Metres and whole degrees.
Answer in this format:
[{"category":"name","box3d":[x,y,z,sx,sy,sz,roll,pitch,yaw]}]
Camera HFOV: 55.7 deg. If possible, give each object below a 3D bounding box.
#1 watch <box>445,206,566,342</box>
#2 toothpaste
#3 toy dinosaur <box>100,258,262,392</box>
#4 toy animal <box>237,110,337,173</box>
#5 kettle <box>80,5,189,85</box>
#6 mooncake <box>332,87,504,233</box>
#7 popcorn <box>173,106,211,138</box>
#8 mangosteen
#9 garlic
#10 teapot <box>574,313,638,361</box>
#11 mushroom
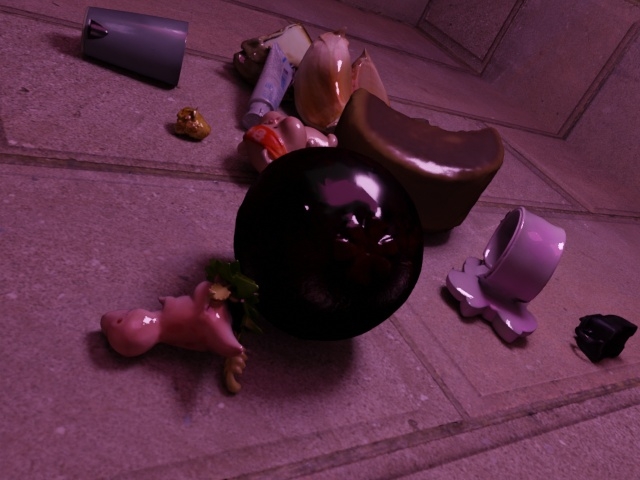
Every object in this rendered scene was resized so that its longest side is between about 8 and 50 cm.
[{"category":"watch","box3d":[0.402,0.048,1.284,0.210,0.218,0.248,29,29,3]},{"category":"toothpaste","box3d":[-0.133,-0.402,1.604,0.114,0.073,0.299,54,37,-37]},{"category":"toy dinosaur","box3d":[-0.173,0.104,0.815,0.194,0.152,0.177,29,37,17]},{"category":"toy animal","box3d":[-0.078,-0.203,1.355,0.197,0.171,0.171,6,36,-39]},{"category":"kettle","box3d":[-0.465,-0.499,1.523,0.243,0.160,0.210,11,15,-16]},{"category":"mooncake","box3d":[0.214,-0.200,1.485,0.393,0.246,0.394,-16,51,-40]},{"category":"popcorn","box3d":[-0.296,-0.257,1.362,0.084,0.084,0.084,20,30,-13]},{"category":"mangosteen","box3d":[0.000,0.000,0.981,0.306,0.307,0.347,13,2,-24]},{"category":"garlic","box3d":[0.068,-0.411,1.711,0.285,0.249,0.313,-6,65,-8]},{"category":"teapot","box3d":[0.628,0.204,1.363,0.177,0.087,0.096,-1,33,-40]},{"category":"mushroom","box3d":[-0.132,-0.510,1.825,0.218,0.211,0.292,65,24,-15]}]
